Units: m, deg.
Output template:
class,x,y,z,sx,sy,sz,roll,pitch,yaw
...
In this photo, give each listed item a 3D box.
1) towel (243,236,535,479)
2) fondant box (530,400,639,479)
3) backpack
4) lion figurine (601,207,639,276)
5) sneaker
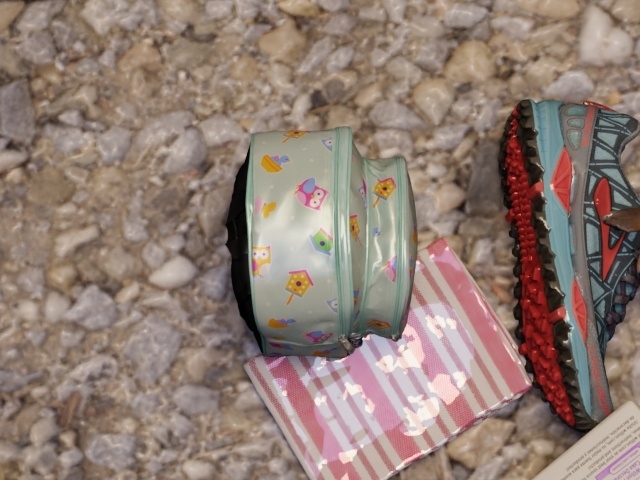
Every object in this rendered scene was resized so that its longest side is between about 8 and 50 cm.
class,x,y,z,sx,sy,sz,roll,pitch,yaw
towel,0.054,0.107,1.278,0.197,0.029,0.144,-33,86,0
fondant box,0.240,0.317,1.150,0.238,0.096,0.330,-40,58,6
backpack,0.000,0.000,1.191,0.144,0.188,0.165,-1,76,9
lion figurine,0.421,-0.021,1.169,0.392,0.142,0.240,27,81,-3
sneaker,0.216,0.014,1.233,0.125,0.104,0.261,-3,81,-10
